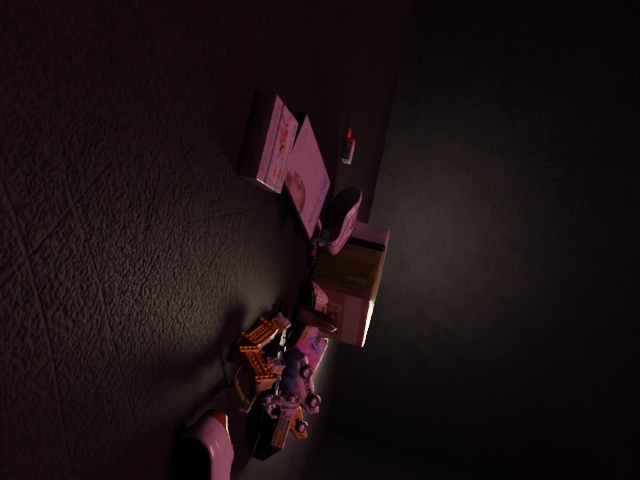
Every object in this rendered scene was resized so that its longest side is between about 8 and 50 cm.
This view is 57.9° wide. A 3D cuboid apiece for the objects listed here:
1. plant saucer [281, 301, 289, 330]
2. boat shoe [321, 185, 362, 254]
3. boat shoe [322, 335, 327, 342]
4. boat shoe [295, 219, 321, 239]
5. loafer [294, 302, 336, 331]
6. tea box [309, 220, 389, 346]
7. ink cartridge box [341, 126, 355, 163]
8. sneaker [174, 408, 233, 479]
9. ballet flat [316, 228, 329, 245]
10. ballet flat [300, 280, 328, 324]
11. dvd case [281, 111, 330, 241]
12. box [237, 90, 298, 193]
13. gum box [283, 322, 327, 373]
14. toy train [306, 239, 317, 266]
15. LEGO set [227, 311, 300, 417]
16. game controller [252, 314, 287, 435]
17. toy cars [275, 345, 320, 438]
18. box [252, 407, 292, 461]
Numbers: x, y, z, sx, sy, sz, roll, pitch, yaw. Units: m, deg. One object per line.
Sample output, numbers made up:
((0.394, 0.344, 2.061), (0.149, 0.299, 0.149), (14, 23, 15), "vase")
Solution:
((-0.097, 0.206, 1.570), (0.083, 0.015, 0.083), (-175, -90, -83), "plant saucer")
((0.079, -0.068, 1.989), (0.088, 0.096, 0.267), (69, 35, -49), "boat shoe")
((-0.045, 0.373, 1.957), (0.285, 0.090, 0.104), (-50, 153, -70), "boat shoe")
((-0.030, -0.069, 1.483), (0.190, 0.068, 0.072), (85, 9, -63), "boat shoe")
((-0.019, 0.246, 1.803), (0.050, 0.148, 0.056), (-57, -171, 20), "loafer")
((0.097, 0.150, 2.084), (0.328, 0.220, 0.323), (92, 15, -52), "tea box")
((0.102, -0.329, 2.009), (0.063, 0.029, 0.115), (44, 61, -79), "ink cartridge box")
((-0.197, 0.438, 1.046), (0.123, 0.106, 0.289), (-50, 151, -65), "sneaker")
((0.000, 0.000, 1.856), (0.114, 0.041, 0.041), (-55, 157, -64), "ballet flat")
((-0.017, 0.207, 1.880), (0.240, 0.077, 0.091), (102, -32, -48), "ballet flat")
((-0.035, -0.136, 1.304), (0.253, 0.022, 0.180), (68, 35, -55), "dvd case")
((-0.090, -0.168, 1.034), (0.186, 0.038, 0.145), (25, 79, -82), "box")
((-0.047, 0.330, 1.798), (0.107, 0.062, 0.188), (60, 21, -10), "gum box")
((-0.028, 0.028, 1.759), (0.036, 0.027, 0.158), (-56, 161, -36), "toy train")
((-0.131, 0.264, 1.229), (0.107, 0.132, 0.287), (-62, -159, 24), "LEGO set")
((-0.124, 0.351, 1.512), (0.166, 0.067, 0.318), (-61, 163, -59), "game controller")
((-0.089, 0.462, 1.687), (0.087, 0.176, 0.393), (-20, 150, -26), "toy cars")
((-0.133, 0.543, 1.622), (0.207, 0.036, 0.114), (125, -13, -54), "box")
